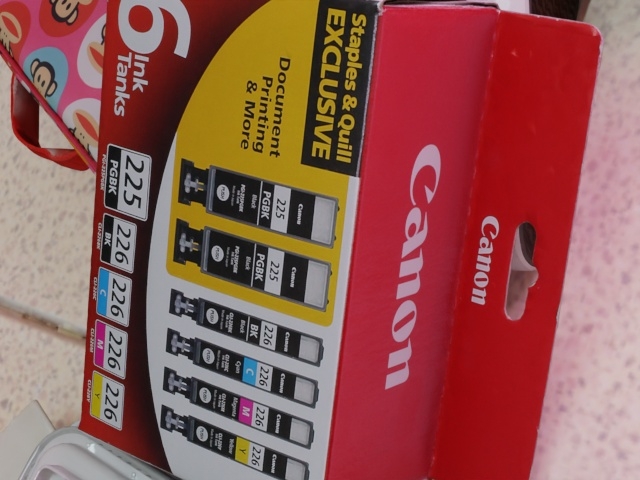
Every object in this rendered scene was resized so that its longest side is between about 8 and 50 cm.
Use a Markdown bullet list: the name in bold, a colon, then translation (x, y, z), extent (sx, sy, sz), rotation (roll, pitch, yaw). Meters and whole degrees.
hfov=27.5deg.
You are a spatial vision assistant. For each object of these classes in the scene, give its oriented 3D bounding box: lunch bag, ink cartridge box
- **lunch bag**: translation (-0.138, -0.159, 1.010), extent (0.258, 0.120, 0.293), rotation (-47, 55, 11)
- **ink cartridge box**: translation (0.000, 0.000, 0.782), extent (0.272, 0.130, 0.309), rotation (16, 108, 35)

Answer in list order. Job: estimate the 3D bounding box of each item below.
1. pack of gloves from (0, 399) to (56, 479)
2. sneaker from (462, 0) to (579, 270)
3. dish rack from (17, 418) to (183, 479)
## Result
- **pack of gloves**: translation (-0.203, 0.267, 0.955), extent (0.195, 0.046, 0.232), rotation (-47, 62, 6)
- **sneaker**: translation (0.094, -0.125, 0.852), extent (0.123, 0.106, 0.290), rotation (1, 75, 31)
- **dish rack**: translation (-0.122, 0.288, 0.842), extent (0.333, 0.072, 0.285), rotation (26, 88, 31)
